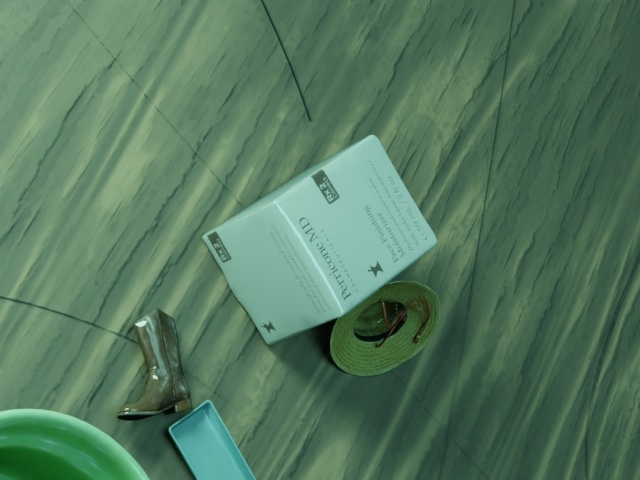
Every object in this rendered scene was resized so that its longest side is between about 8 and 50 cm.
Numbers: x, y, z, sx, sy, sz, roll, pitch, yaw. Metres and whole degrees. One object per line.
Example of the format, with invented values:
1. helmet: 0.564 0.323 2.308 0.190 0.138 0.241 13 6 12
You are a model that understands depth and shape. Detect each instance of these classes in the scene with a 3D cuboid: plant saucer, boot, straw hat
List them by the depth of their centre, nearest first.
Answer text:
1. boot: -0.187 0.132 1.916 0.106 0.037 0.114 -4 80 -53
2. plant saucer: -0.099 0.272 1.951 0.067 0.018 0.192 -34 98 -40
3. straw hat: 0.064 0.088 2.112 0.144 0.144 0.061 12 27 -35

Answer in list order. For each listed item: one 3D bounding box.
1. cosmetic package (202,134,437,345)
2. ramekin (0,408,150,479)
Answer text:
1. cosmetic package: 0.000 0.000 2.034 0.183 0.151 0.151 -36 97 -40
2. ramekin: -0.298 0.321 1.689 0.303 0.148 0.303 13 67 -35
